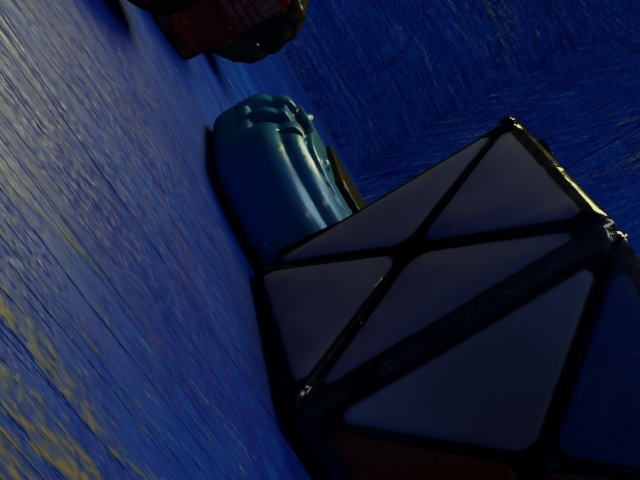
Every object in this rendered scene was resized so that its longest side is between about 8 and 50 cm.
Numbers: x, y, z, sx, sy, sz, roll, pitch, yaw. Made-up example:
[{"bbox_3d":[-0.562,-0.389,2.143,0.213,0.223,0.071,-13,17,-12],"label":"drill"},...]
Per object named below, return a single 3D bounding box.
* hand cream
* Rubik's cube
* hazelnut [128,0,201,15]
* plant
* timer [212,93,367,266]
[{"bbox_3d":[-0.142,-0.335,1.780,0.230,0.149,0.230,60,8,-14],"label":"hand cream"},{"bbox_3d":[0.143,0.122,1.335,0.305,0.307,0.310,58,5,-23],"label":"Rubik's cube"},{"bbox_3d":[-0.155,-0.320,1.455,0.181,0.181,0.212,14,66,-30],"label":"hazelnut"},{"bbox_3d":[-0.104,-0.378,2.159,0.320,0.194,0.181,-105,170,-58],"label":"plant"},{"bbox_3d":[0.000,0.000,1.619,0.309,0.115,0.340,58,5,-17],"label":"timer"}]
